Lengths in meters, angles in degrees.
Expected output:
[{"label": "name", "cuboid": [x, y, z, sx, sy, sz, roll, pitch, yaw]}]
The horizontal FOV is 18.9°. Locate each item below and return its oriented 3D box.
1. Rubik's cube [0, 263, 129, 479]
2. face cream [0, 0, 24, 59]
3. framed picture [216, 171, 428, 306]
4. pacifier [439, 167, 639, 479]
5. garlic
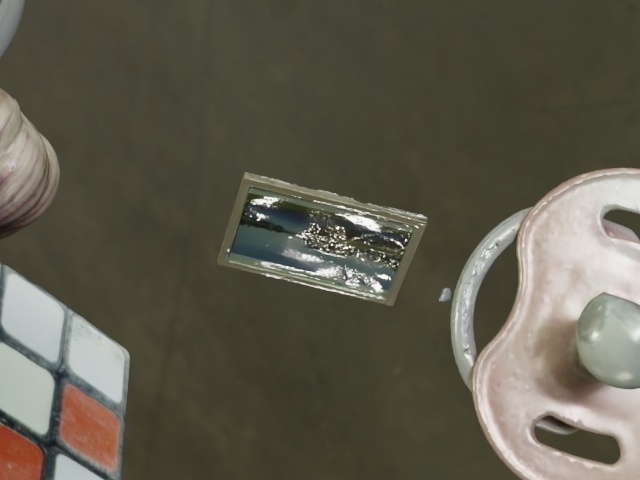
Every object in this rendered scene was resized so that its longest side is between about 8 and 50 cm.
[{"label": "Rubik's cube", "cuboid": [-0.299, 0.155, 1.226, 0.259, 0.256, 0.253, -33, 126, 29]}, {"label": "face cream", "cuboid": [-0.261, -0.172, 0.949, 0.080, 0.163, 0.336, 32, 164, 28]}, {"label": "framed picture", "cuboid": [0.000, 0.000, 1.520, 0.149, 0.011, 0.109, 13, 138, -5]}, {"label": "pacifier", "cuboid": [0.280, 0.091, 1.846, 0.273, 0.220, 0.332, 16, 86, 57]}, {"label": "garlic", "cuboid": [-0.249, -0.052, 1.284, 0.159, 0.102, 0.147, 12, 161, 47]}]
